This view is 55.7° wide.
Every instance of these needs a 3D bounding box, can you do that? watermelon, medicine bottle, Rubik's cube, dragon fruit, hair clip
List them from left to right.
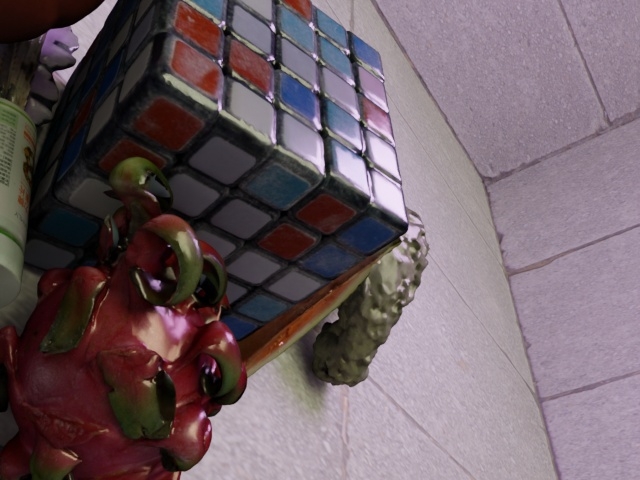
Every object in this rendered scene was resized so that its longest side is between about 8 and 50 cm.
[{"bbox_3d":[-0.294,-0.036,0.517,0.086,0.086,0.183,36,31,-47],"label":"medicine bottle"},{"bbox_3d":[-0.321,-0.219,0.676,0.106,0.085,0.292,41,39,-48],"label":"hair clip"},{"bbox_3d":[-0.151,0.092,0.506,0.198,0.272,0.218,31,14,-40],"label":"dragon fruit"},{"bbox_3d":[-0.113,-0.103,0.660,0.292,0.293,0.286,28,42,-34],"label":"Rubik's cube"},{"bbox_3d":[-0.031,0.085,0.811,0.159,0.303,0.128,45,-10,49],"label":"watermelon"}]

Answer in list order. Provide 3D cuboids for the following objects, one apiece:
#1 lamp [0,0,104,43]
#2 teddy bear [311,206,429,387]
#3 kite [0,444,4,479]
[{"bbox_3d":[-0.316,-0.317,0.535,0.303,0.257,0.303,10,57,-15],"label":"lamp"},{"bbox_3d":[0.000,0.000,0.992,0.368,0.224,0.357,35,50,-7],"label":"teddy bear"},{"bbox_3d":[-0.277,0.235,0.407,0.335,0.012,0.314,-4,70,-64],"label":"kite"}]
